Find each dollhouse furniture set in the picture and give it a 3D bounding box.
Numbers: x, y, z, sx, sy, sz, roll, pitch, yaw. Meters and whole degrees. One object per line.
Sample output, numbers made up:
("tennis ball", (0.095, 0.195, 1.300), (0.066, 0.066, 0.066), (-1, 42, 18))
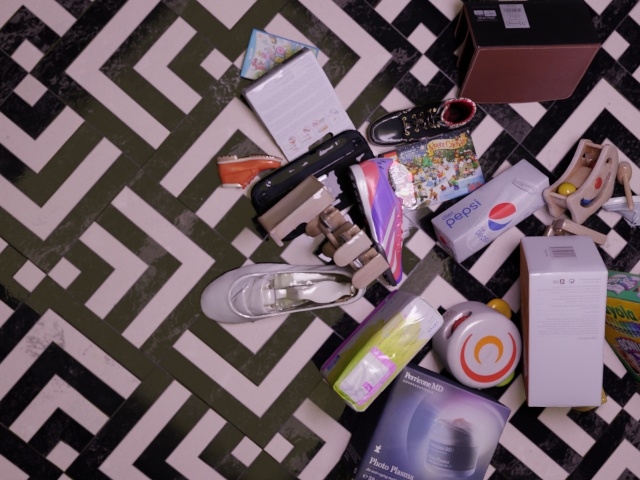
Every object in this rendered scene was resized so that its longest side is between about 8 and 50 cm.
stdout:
("dollhouse furniture set", (0.615, 0.030, 1.917), (0.144, 0.151, 0.123), (21, 89, -6))
("dollhouse furniture set", (0.000, 0.000, 1.767), (0.161, 0.212, 0.242), (-40, 117, -2))

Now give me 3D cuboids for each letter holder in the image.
("letter holder", (0.487, -0.456, 1.901), (0.302, 0.214, 0.152), (-3, 60, -7))

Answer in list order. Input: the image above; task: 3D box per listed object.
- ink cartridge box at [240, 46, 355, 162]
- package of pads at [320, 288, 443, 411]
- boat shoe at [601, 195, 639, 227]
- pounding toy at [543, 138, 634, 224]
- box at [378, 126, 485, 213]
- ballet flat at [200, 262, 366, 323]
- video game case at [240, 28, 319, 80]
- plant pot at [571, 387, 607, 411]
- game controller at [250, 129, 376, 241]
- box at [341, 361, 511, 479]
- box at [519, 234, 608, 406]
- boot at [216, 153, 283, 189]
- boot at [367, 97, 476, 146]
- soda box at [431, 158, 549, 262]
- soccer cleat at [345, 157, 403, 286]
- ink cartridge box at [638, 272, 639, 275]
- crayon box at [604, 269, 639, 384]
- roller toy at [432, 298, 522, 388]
("ink cartridge box", (-0.051, -0.314, 1.864), (0.189, 0.066, 0.232), (-35, 122, -3))
("package of pads", (0.138, 0.248, 1.817), (0.101, 0.229, 0.296), (44, 85, -7))
("boat shoe", (0.823, -0.071, 1.979), (0.228, 0.079, 0.081), (2, 87, -11))
("pounding toy", (0.678, -0.147, 1.876), (0.269, 0.155, 0.154), (-35, 129, -29))
("box", (0.275, -0.171, 1.917), (0.233, 0.044, 0.159), (-18, 94, -7))
("ballet flat", (-0.084, 0.120, 1.833), (0.400, 0.139, 0.139), (-6, 92, -7))
("video game case", (-0.098, -0.430, 1.873), (0.166, 0.015, 0.119), (15, 90, -8))
("plant pot", (0.680, 0.388, 1.969), (0.082, 0.083, 0.081), (-22, 94, -6))
("game controller", (-0.006, -0.132, 1.880), (0.319, 0.067, 0.166), (-31, 110, -6))
("box", (0.249, 0.467, 1.864), (0.296, 0.183, 0.294), (23, 87, -8))
("box", (0.560, 0.186, 1.816), (0.168, 0.215, 0.345), (-2, 112, 9))
("boot", (-0.166, -0.165, 1.853), (0.158, 0.059, 0.084), (-5, 95, 1))
("boot", (0.239, -0.285, 1.841), (0.237, 0.178, 0.085), (-13, 93, -8))
("soda box", (0.419, -0.074, 1.897), (0.286, 0.098, 0.091), (-33, 138, -5))
("soccer cleat", (0.159, -0.042, 1.856), (0.116, 0.108, 0.318), (-20, 104, -6))
("ink cartridge box", (0.881, 0.100, 1.956), (0.086, 0.148, 0.203), (39, 86, -8))
("crayon box", (0.791, 0.228, 1.839), (0.106, 0.363, 0.313), (-38, 96, -5))
("roller toy", (0.377, 0.248, 1.891), (0.191, 0.146, 0.209), (0, 101, -13))
